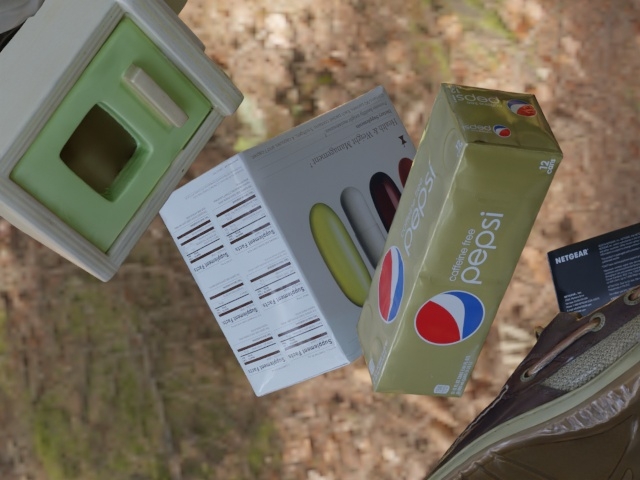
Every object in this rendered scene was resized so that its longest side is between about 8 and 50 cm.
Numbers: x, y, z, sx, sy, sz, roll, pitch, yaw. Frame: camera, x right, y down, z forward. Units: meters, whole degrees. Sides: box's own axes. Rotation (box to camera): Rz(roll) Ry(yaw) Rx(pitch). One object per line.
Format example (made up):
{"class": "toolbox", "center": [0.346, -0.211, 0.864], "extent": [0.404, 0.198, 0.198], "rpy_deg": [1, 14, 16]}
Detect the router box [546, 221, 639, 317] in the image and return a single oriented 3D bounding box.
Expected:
{"class": "router box", "center": [0.383, 0.007, 1.204], "extent": [0.309, 0.243, 0.081], "rpy_deg": [-20, 76, 40]}

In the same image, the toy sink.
{"class": "toy sink", "center": [-0.158, -0.116, 1.035], "extent": [0.131, 0.153, 0.234], "rpy_deg": [27, 78, 37]}

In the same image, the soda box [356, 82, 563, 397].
{"class": "soda box", "center": [0.075, 0.003, 0.830], "extent": [0.061, 0.058, 0.181], "rpy_deg": [-105, 26, -50]}

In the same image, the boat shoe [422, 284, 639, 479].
{"class": "boat shoe", "center": [0.199, 0.107, 1.027], "extent": [0.342, 0.123, 0.123], "rpy_deg": [-44, 21, 27]}

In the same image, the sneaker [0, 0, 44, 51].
{"class": "sneaker", "center": [-0.198, -0.049, 0.589], "extent": [0.147, 0.104, 0.296], "rpy_deg": [-60, 6, 34]}

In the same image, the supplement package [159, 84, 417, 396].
{"class": "supplement package", "center": [0.000, 0.000, 1.334], "extent": [0.149, 0.194, 0.203], "rpy_deg": [-25, 94, 50]}
